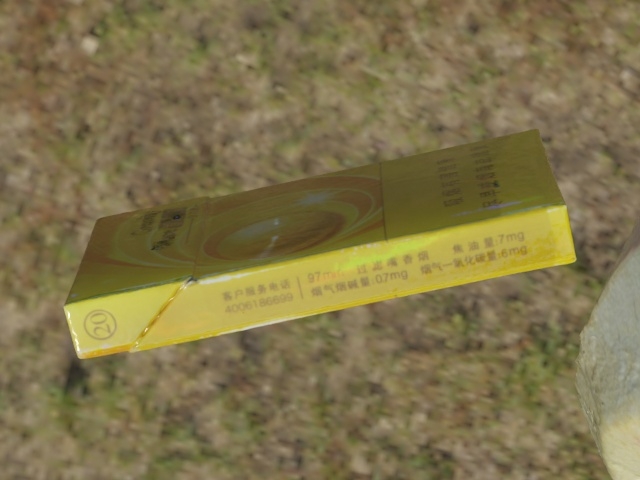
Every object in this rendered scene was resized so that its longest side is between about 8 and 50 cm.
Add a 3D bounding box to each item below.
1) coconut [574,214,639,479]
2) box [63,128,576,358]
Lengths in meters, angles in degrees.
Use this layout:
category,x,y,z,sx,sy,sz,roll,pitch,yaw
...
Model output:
category,x,y,z,sx,sy,sz,roll,pitch,yaw
coconut,0.331,0.040,1.207,0.297,0.297,0.309,1,47,40
box,0.000,0.000,1.092,0.269,0.152,0.043,-12,107,5
